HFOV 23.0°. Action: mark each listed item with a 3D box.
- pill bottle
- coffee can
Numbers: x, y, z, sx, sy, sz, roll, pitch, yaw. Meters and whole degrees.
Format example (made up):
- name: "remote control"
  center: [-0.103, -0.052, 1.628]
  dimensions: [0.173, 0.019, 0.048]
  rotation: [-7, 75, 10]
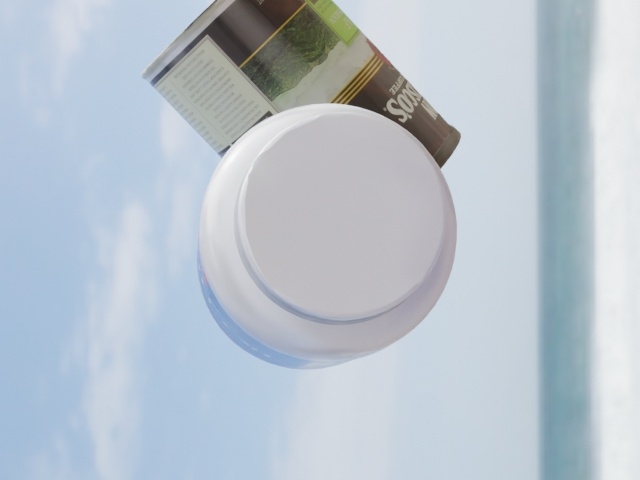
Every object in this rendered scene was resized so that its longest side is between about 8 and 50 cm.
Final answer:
- name: "pill bottle"
  center: [0.000, 0.000, 0.782]
  dimensions: [0.221, 0.124, 0.124]
  rotation: [122, 149, -81]
- name: "coffee can"
  center: [-0.020, -0.140, 1.627]
  dimensions: [0.275, 0.201, 0.201]
  rotation: [46, -162, -8]
